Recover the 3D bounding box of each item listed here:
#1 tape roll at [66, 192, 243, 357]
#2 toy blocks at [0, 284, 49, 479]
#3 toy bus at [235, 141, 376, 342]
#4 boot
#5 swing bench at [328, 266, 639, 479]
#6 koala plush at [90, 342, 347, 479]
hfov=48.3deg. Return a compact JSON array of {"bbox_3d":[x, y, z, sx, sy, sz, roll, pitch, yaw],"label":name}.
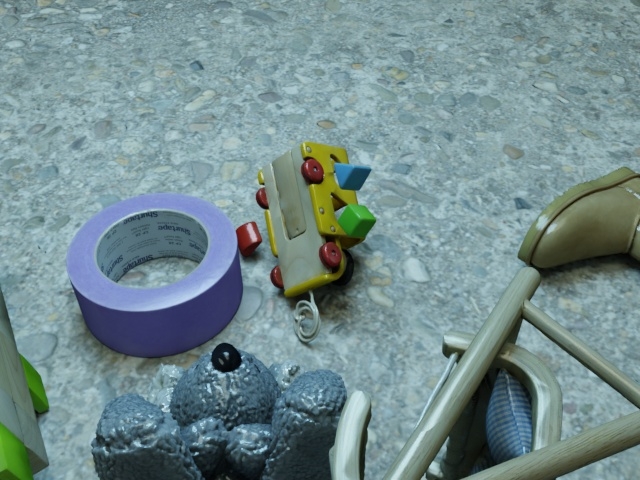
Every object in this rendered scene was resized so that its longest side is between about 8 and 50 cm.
[{"bbox_3d":[-0.186,0.035,0.817,0.188,0.080,0.189,0,44,0],"label":"tape roll"},{"bbox_3d":[-0.426,0.140,0.663,0.260,0.191,0.381,-28,50,-11],"label":"toy blocks"},{"bbox_3d":[0.001,-0.013,0.842,0.104,0.202,0.191,2,26,-43],"label":"toy bus"},{"bbox_3d":[0.400,0.028,0.813,0.236,0.089,0.269,-28,52,-25],"label":"boot"},{"bbox_3d":[0.106,0.202,0.514,0.254,0.253,0.165,-29,50,-27],"label":"swing bench"},{"bbox_3d":[-0.083,0.175,0.629,0.196,0.204,0.221,-6,23,-9],"label":"koala plush"}]
